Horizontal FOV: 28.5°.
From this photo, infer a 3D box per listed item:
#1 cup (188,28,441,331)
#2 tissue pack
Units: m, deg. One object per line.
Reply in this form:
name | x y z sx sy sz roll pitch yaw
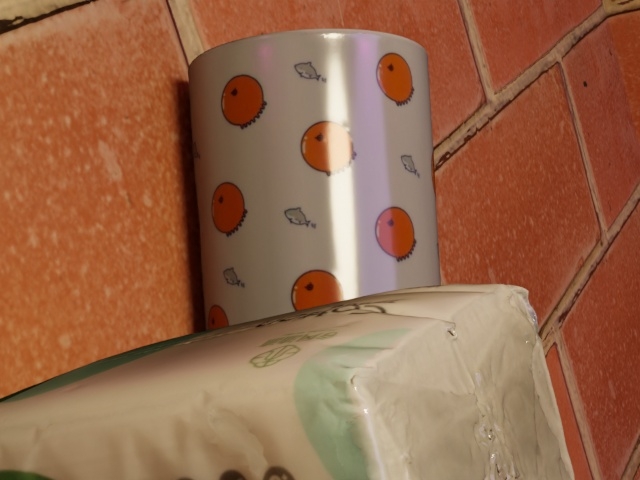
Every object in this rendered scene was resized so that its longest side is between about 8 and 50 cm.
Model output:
cup | 0.000 0.000 1.085 0.212 0.212 0.318 10 74 -59
tissue pack | -0.047 0.154 0.823 0.266 0.356 0.194 -18 94 -59
